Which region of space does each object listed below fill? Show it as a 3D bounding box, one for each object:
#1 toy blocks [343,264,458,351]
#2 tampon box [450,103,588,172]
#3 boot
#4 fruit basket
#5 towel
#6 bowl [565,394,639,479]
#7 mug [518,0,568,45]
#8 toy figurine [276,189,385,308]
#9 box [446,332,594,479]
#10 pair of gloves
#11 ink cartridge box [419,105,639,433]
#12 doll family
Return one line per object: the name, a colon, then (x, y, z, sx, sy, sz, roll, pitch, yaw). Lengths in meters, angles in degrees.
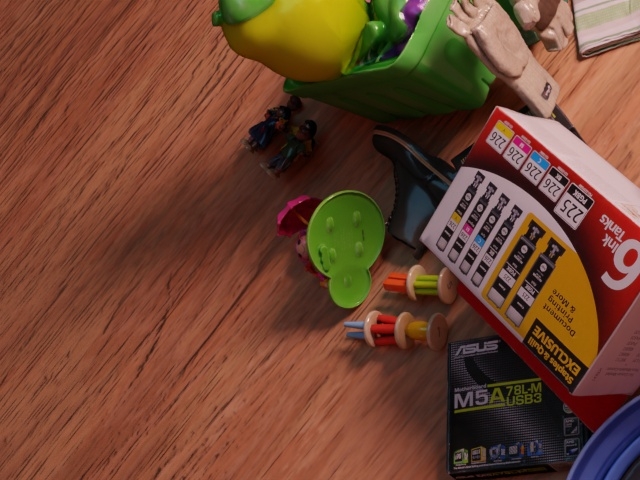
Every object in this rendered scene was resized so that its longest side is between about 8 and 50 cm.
toy blocks: (0.108, 0.091, 1.832, 0.148, 0.054, 0.123, 1, 65, 34)
tampon box: (0.281, -0.094, 1.770, 0.161, 0.120, 0.101, -35, 36, 10)
boot: (0.115, -0.074, 1.915, 0.198, 0.077, 0.137, 38, 93, 42)
fruit basket: (0.044, -0.320, 1.852, 0.392, 0.392, 0.283, 17, 74, 38)
towel: (0.417, -0.343, 1.901, 0.113, 0.023, 0.152, -16, 56, 24)
bowl: (0.454, 0.333, 1.451, 0.391, 0.077, 0.391, -16, 56, 26)
mug: (0.294, -0.354, 1.939, 0.129, 0.097, 0.158, 17, 75, 38)
toy figurine: (0.000, 0.000, 1.931, 0.159, 0.130, 0.173, 20, 120, 57)
box: (0.253, 0.206, 1.677, 0.190, 0.045, 0.184, -11, 61, 27)
pair of gloves: (0.254, -0.294, 1.735, 0.042, 0.204, 0.240, -21, 38, 40)
ink cartridge box: (0.276, 0.039, 1.586, 0.309, 0.130, 0.272, 48, 119, 40)
doll family: (-0.058, -0.169, 2.079, 0.111, 0.076, 0.193, -48, 46, 7)
